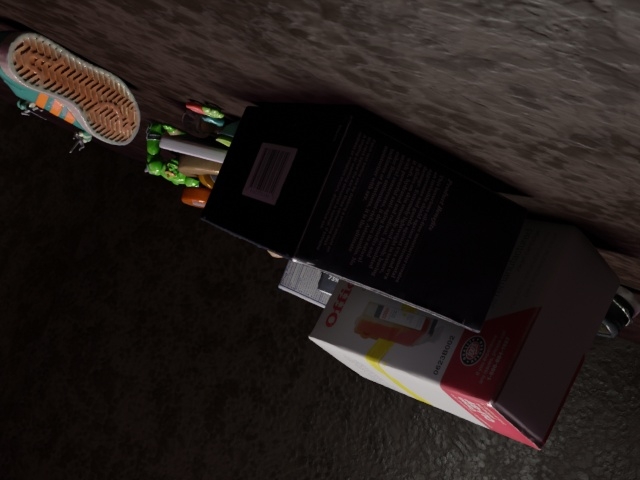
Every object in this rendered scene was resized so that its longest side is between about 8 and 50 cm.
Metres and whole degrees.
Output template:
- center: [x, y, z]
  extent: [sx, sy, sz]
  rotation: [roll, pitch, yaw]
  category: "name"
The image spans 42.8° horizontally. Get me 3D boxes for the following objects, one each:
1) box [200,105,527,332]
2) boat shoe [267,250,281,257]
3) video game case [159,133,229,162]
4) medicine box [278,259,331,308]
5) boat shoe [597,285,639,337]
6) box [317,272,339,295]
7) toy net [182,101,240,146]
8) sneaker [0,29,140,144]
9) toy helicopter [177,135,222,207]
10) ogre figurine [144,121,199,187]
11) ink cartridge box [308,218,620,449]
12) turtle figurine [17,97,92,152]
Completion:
- center: [0.049, -0.037, 1.067]
  extent: [0.294, 0.183, 0.296]
  rotation: [24, 179, -31]
  category: "box"
- center: [0.000, 0.000, 1.659]
  extent: [0.121, 0.110, 0.341]
  rotation: [2, -168, 30]
  category: "boat shoe"
- center: [-0.154, -0.155, 1.450]
  extent: [0.212, 0.023, 0.193]
  rotation: [15, -169, 6]
  category: "video game case"
- center: [0.066, 0.045, 2.014]
  extent: [0.149, 0.263, 0.289]
  rotation: [23, 178, -35]
  category: "medicine box"
- center: [0.498, 0.124, 1.653]
  extent: [0.114, 0.091, 0.302]
  rotation: [52, 161, -19]
  category: "boat shoe"
- center: [0.101, 0.017, 1.519]
  extent: [0.153, 0.207, 0.108]
  rotation: [22, -169, -1]
  category: "box"
- center: [-0.192, -0.193, 1.380]
  extent: [0.122, 0.045, 0.232]
  rotation: [21, 179, -32]
  category: "toy net"
- center: [-0.425, -0.258, 1.349]
  extent: [0.121, 0.108, 0.302]
  rotation: [21, 170, 34]
  category: "sneaker"
- center: [-0.120, -0.132, 1.705]
  extent: [0.355, 0.140, 0.235]
  rotation: [11, 171, -9]
  category: "toy helicopter"
- center: [-0.313, -0.185, 1.851]
  extent: [0.197, 0.118, 0.097]
  rotation: [21, 178, -14]
  category: "ogre figurine"
- center: [0.203, 0.106, 1.243]
  extent: [0.384, 0.279, 0.160]
  rotation: [12, 158, 50]
  category: "ink cartridge box"
- center: [-0.525, -0.276, 1.672]
  extent: [0.175, 0.118, 0.234]
  rotation: [42, -179, -39]
  category: "turtle figurine"
